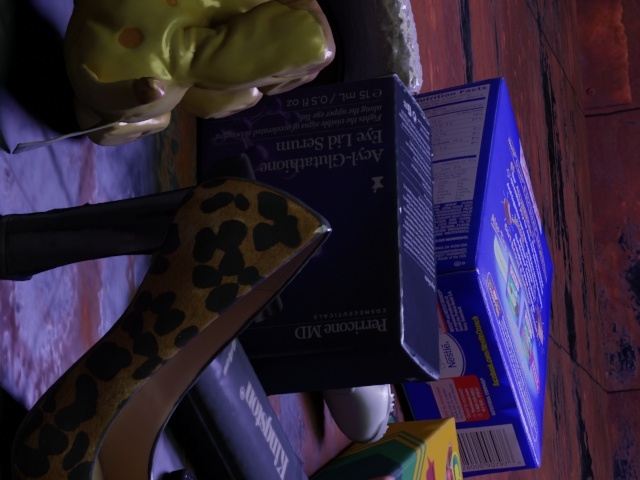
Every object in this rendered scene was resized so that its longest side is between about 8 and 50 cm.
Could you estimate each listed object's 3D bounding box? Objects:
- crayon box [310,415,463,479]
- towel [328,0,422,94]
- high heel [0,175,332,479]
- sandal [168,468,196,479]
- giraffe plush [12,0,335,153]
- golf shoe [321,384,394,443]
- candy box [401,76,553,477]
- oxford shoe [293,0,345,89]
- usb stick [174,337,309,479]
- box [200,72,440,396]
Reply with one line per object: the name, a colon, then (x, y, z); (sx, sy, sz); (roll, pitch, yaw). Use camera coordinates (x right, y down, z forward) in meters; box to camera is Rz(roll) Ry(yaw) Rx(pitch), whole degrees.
crayon box: (0.071, 0.270, 1.696); (0.318, 0.081, 0.202); (-26, 108, -74)
towel: (0.028, -0.196, 1.598); (0.282, 0.049, 0.187); (-178, -102, -79)
high heel: (-0.072, 0.099, 1.073); (0.093, 0.186, 0.261); (-22, 104, -74)
sandal: (-0.086, 0.231, 1.258); (0.067, 0.040, 0.179); (70, 5, -54)
giraffe plush: (-0.111, -0.155, 1.164); (0.210, 0.181, 0.170); (-16, 88, -39)
golf shoe: (0.005, 0.093, 1.608); (0.086, 0.069, 0.176); (-32, 113, -50)
candy box: (0.150, 0.035, 1.998); (0.317, 0.122, 0.268); (-75, 152, -50)
oxford shoe: (-0.041, -0.178, 1.535); (0.096, 0.083, 0.227); (-27, 113, -50)
usb stick: (-0.054, 0.140, 1.368); (0.077, 0.045, 0.278); (-66, 148, -36)
box: (0.000, 0.000, 1.429); (0.108, 0.153, 0.207); (45, 40, -65)
